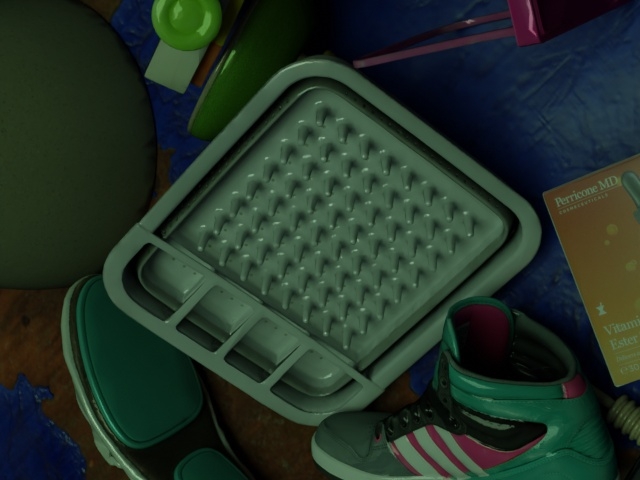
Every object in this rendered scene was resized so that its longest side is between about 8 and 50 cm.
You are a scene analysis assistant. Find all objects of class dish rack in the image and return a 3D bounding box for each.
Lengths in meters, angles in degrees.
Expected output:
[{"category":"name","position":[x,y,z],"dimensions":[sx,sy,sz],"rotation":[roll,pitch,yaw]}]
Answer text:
[{"category":"dish rack","position":[0.000,0.000,1.219],"dimensions":[0.286,0.072,0.333],"rotation":[36,121,-17]}]

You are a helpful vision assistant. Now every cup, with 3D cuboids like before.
[{"category":"cup","position":[-0.370,-0.094,1.400],"dimensions":[0.331,0.237,0.331],"rotation":[6,101,31]}]

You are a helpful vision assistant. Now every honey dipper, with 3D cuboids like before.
[{"category":"honey dipper","position":[0.220,0.121,1.184],"dimensions":[0.161,0.030,0.030],"rotation":[35,115,24]}]

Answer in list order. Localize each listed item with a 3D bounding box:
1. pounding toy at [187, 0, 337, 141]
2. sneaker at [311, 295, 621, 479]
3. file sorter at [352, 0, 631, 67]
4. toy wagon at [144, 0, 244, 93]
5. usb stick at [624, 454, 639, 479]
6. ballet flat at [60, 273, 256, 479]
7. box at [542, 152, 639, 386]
[{"category":"pounding toy","position":[-0.018,-0.172,1.227],"dimensions":[0.110,0.183,0.237],"rotation":[30,111,-4]},{"category":"sneaker","position":[0.111,0.136,1.180],"dimensions":[0.296,0.124,0.178],"rotation":[3,111,32]},{"category":"file sorter","position":[0.100,-0.298,1.066],"dimensions":[0.182,0.202,0.290],"rotation":[-7,104,35]},{"category":"toy wagon","position":[-0.064,-0.296,1.169],"dimensions":[0.068,0.267,0.344],"rotation":[25,104,-10]},{"category":"usb stick","position":[0.290,0.222,1.147],"dimensions":[0.077,0.045,0.278],"rotation":[35,114,24]},{"category":"ballet flat","position":[-0.159,0.223,1.394],"dimensions":[0.139,0.139,0.400],"rotation":[-43,75,30]},{"category":"box","position":[0.278,0.014,1.094],"dimensions":[0.130,0.091,0.170],"rotation":[-24,85,33]}]
